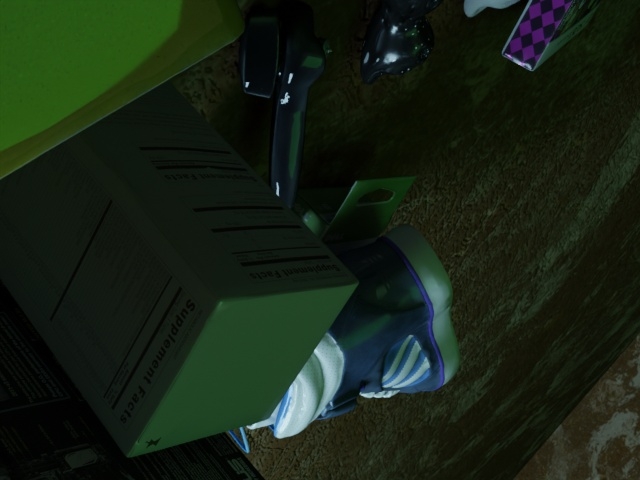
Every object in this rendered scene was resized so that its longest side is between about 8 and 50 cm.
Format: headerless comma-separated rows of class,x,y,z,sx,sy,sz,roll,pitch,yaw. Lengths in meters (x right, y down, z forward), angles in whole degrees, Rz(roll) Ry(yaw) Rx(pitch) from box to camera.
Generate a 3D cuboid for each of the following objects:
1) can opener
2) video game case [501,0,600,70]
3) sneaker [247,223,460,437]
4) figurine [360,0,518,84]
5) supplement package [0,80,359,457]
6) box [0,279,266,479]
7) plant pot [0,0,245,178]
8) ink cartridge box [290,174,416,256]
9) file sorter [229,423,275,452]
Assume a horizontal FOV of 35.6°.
can opener,-0.029,-0.111,0.833,0.073,0.059,0.186,4,128,2
video game case,0.271,-0.290,0.948,0.210,0.042,0.232,-40,161,-54
sneaker,0.018,0.123,1.044,0.236,0.130,0.322,-32,155,-10
figurine,0.124,-0.243,0.849,0.215,0.092,0.209,-34,159,-21
supplement package,-0.119,0.003,0.678,0.134,0.244,0.139,-5,134,-51
box,-0.205,0.117,0.655,0.242,0.307,0.076,-4,131,-52
plant pot,-0.192,-0.155,0.421,0.212,0.212,0.187,-34,138,-17
ink cartridge box,0.000,0.000,1.036,0.109,0.062,0.209,-6,135,-51
file sorter,-0.112,0.181,1.098,0.170,0.104,0.118,-35,152,-18
